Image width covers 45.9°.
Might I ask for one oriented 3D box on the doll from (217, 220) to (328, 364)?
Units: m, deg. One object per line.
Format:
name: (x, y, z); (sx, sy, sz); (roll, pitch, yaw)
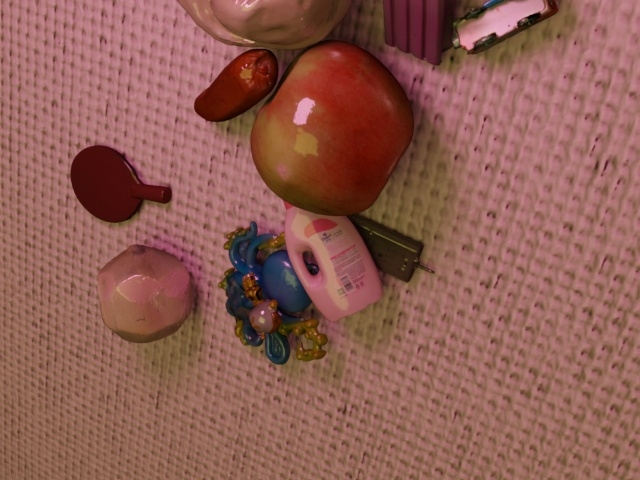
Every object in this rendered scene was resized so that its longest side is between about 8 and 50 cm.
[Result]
doll: (-0.109, 0.122, 1.764); (0.341, 0.099, 0.346); (-20, 94, 45)

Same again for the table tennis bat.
table tennis bat: (-0.508, -0.134, 1.891); (0.310, 0.038, 0.200); (11, 115, 25)

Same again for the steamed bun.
steamed bun: (-0.083, -0.493, 1.376); (0.352, 0.247, 0.339); (21, 78, 26)

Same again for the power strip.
power strip: (0.122, 0.013, 1.616); (0.268, 0.034, 0.092); (26, 120, 17)

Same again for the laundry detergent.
laundry detergent: (0.000, 0.000, 1.591); (0.159, 0.088, 0.335); (-28, 96, 5)

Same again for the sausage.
sausage: (-0.171, -0.299, 1.519); (0.094, 0.097, 0.348); (62, 157, -6)

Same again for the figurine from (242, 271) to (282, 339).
figurine: (-0.133, 0.142, 1.680); (0.101, 0.068, 0.143); (13, 118, 54)

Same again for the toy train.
toy train: (0.316, -0.387, 1.308); (0.188, 0.099, 0.072); (-22, 96, 34)

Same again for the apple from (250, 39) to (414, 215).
apple: (0.028, -0.203, 1.421); (0.277, 0.319, 0.319); (33, 125, -12)

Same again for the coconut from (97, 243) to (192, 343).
coconut: (-0.427, 0.118, 1.848); (0.227, 0.227, 0.230); (12, 115, 24)

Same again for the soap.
soap: (0.172, -0.408, 1.327); (0.122, 0.065, 0.203); (28, 162, 17)
